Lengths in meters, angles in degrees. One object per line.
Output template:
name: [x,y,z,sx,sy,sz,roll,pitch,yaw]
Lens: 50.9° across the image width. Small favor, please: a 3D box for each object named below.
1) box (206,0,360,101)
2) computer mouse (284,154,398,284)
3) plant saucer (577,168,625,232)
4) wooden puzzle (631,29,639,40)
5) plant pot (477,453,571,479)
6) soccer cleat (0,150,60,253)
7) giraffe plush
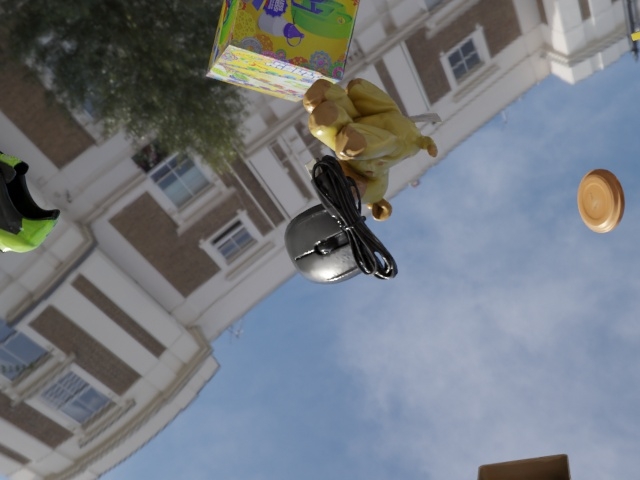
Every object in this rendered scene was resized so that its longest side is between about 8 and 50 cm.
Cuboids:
box: [-0.052,-0.400,1.081,0.279,0.177,0.289,-166,-91,-73]
computer mouse: [0.000,0.000,0.979,0.072,0.188,0.272,-29,178,-19]
plant saucer: [0.361,-0.051,0.874,0.013,0.083,0.083,-6,-141,-16]
wooden puzzle: [0.316,-0.188,0.531,0.117,0.014,0.078,-21,-169,-9]
plant pot: [0.247,0.323,0.782,0.109,0.096,0.109,-15,-175,18]
soccer cleat: [-0.316,-0.067,0.616,0.072,0.179,0.060,-36,-163,19]
giraffe plush: [0.061,-0.125,1.011,0.181,0.211,0.170,-106,-148,-41]
